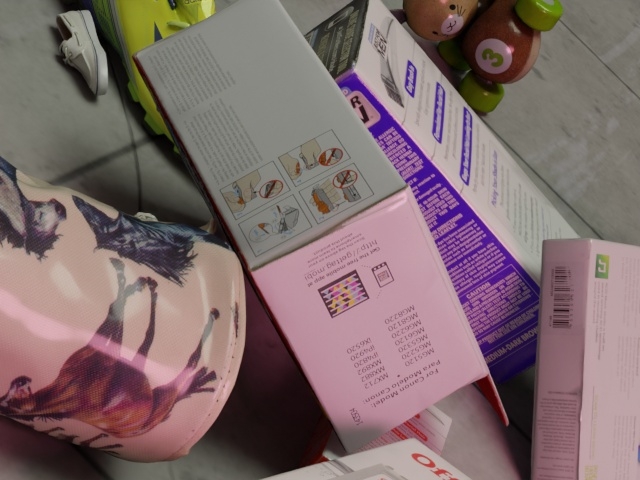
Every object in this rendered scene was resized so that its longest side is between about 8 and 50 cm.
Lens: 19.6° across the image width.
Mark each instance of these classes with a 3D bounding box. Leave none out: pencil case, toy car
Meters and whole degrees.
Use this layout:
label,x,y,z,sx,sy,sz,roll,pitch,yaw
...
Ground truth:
label,x,y,z,sx,sy,sz,roll,pitch,yaw
pencil case,-0.246,-0.004,1.178,0.410,0.160,0.184,27,38,-28
toy car,0.150,-0.257,2.117,0.188,0.155,0.149,12,39,-31

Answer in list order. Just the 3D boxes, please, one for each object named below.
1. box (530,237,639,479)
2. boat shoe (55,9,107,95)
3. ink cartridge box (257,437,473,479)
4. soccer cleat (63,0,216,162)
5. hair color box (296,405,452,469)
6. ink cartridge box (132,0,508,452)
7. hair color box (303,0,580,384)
label,x,y,z,sx,sy,sz,roll,pitch,yaw
box,0.308,0.125,1.719,0.322,0.058,0.232,8,85,-48
boat shoe,-0.210,-0.164,1.612,0.035,0.035,0.100,-5,52,-21
ink cartridge box,0.039,0.244,1.198,0.207,0.117,0.283,34,22,27
soccer cleat,-0.121,-0.172,1.641,0.289,0.121,0.093,52,28,17
hair color box,0.040,0.167,1.442,0.093,0.053,0.167,39,28,-5
ink cartridge box,0.000,0.000,1.436,0.272,0.130,0.309,64,-3,-40
hair color box,0.106,-0.050,1.720,0.339,0.110,0.185,49,24,-19
